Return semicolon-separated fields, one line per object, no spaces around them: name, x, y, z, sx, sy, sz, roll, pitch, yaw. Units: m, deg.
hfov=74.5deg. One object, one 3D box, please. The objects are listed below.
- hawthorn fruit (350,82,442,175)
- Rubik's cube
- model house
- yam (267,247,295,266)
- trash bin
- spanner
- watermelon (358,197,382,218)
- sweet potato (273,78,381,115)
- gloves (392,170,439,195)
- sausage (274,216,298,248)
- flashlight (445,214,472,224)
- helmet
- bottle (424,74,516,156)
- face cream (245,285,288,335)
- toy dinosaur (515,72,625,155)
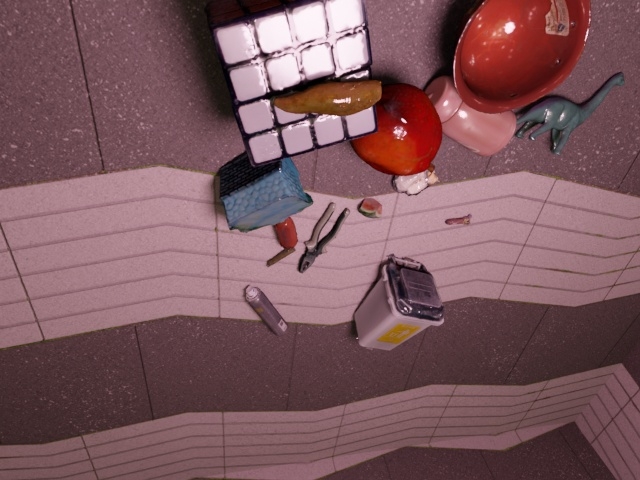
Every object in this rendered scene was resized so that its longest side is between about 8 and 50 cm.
hawthorn fruit;0.237;-0.310;1.241;0.307;0.265;0.265;33;113;-22
Rubik's cube;-0.072;-0.442;1.066;0.343;0.345;0.338;-16;130;-1
model house;-0.196;-0.180;1.355;0.261;0.241;0.226;-23;172;17
yam;-0.155;0.061;1.611;0.129;0.027;0.033;-32;166;8
trash bin;0.308;0.276;1.771;0.255;0.296;0.368;12;136;-24
spanner;0.000;0.000;1.599;0.095;0.040;0.325;20;117;-25
watermelon;0.190;-0.114;1.554;0.072;0.084;0.092;-53;161;0
sweet potato;0.020;-0.306;0.926;0.243;0.077;0.077;-12;128;-8
gloves;0.336;-0.217;1.507;0.153;0.071;0.114;-27;136;15
sausage;-0.123;-0.030;1.526;0.076;0.076;0.141;-17;126;-2
flashlight;0.556;-0.076;1.690;0.110;0.031;0.052;-6;127;-10
helmet;0.515;-0.566;1.192;0.385;0.230;0.337;-41;121;18
bottle;0.451;-0.393;1.351;0.296;0.173;0.206;19;152;-26
face cream;-0.224;0.287;1.732;0.073;0.073;0.284;-25;128;5
toy dinosaur;0.830;-0.478;1.439;0.382;0.129;0.331;17;109;-23
